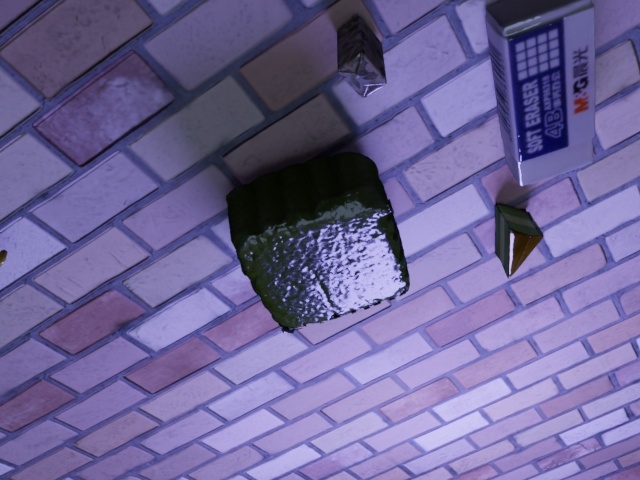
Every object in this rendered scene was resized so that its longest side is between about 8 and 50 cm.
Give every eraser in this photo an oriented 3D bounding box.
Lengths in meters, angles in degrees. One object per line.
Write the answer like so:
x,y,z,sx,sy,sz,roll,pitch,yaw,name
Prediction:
0.322,-0.218,0.901,0.124,0.081,0.279,-19,133,5,eraser

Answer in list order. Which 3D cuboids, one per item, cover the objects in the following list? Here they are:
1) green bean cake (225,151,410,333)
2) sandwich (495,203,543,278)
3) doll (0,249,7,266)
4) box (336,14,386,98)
0.000,0.000,0.981,0.246,0.156,0.250,-19,133,7,green bean cake
0.326,0.003,1.110,0.074,0.074,0.116,8,131,-21,sandwich
-0.605,-0.014,0.879,0.293,0.119,0.138,24,140,-35,doll
0.052,-0.240,0.812,0.045,0.098,0.062,-29,133,28,box
